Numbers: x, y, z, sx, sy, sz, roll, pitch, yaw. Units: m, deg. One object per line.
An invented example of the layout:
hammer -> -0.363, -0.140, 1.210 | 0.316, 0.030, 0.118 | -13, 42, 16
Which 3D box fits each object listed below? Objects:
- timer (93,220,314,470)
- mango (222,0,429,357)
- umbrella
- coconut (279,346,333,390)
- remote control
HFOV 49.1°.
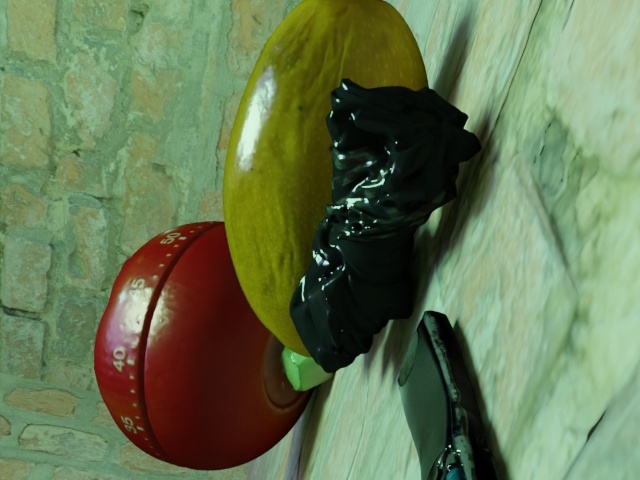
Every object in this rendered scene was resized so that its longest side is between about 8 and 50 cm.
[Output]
timer -> -0.157, 0.159, 1.082 | 0.378, 0.279, 0.378 | -23, -63, -59
mango -> 0.001, -0.054, 0.661 | 0.144, 0.186, 0.360 | 42, 123, 59
umbrella -> 0.039, 0.005, 0.548 | 0.122, 0.110, 0.273 | -81, 2, -47
coconut -> -0.016, 0.160, 0.966 | 0.082, 0.081, 0.083 | 58, 164, 18
remote control -> 0.063, 0.104, 0.354 | 0.212, 0.028, 0.059 | -88, 10, -69
